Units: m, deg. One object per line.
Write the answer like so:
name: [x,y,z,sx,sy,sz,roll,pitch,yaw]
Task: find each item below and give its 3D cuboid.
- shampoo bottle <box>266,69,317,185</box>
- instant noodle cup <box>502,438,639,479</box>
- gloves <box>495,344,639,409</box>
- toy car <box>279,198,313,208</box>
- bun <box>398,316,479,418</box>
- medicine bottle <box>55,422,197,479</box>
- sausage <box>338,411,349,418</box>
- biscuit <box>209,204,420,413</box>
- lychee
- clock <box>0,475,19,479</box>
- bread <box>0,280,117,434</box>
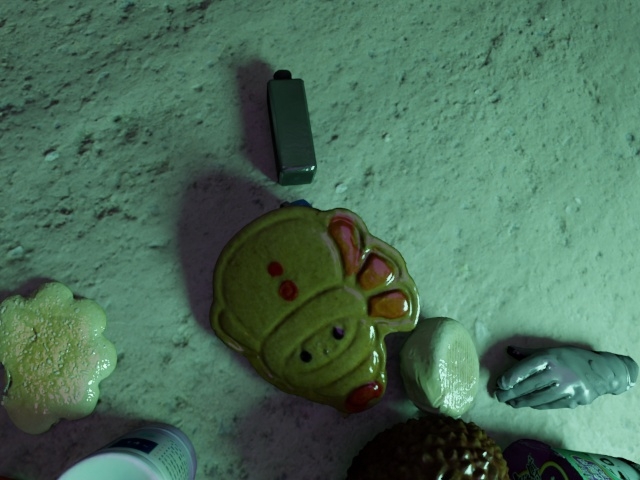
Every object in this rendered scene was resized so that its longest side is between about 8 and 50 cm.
shampoo bottle: [-0.065,-0.242,0.901,0.079,0.080,0.246,-6,76,-11]
instant noodle cup: [0.443,0.463,0.711,0.190,0.251,0.251,7,74,-15]
gloves: [0.474,0.259,0.841,0.285,0.119,0.142,-10,46,-7]
toy car: [0.000,0.000,0.837,0.100,0.097,0.191,-31,82,-18]
bun: [0.210,0.233,0.794,0.166,0.113,0.173,51,52,-24]
medicine bottle: [-0.269,0.358,0.619,0.152,0.254,0.152,2,75,-8]
sausage: [0.020,0.278,0.802,0.026,0.026,0.116,-33,82,-15]
biscuit: [-0.010,0.122,0.751,0.359,0.074,0.381,-35,85,15]
lychee: [0.167,0.415,0.657,0.304,0.276,0.276,-40,84,-25]
clock: [-0.523,0.434,0.645,0.155,0.113,0.061,-38,53,-17]
bread: [-0.461,0.191,0.750,0.181,0.039,0.251,-18,78,-12]
